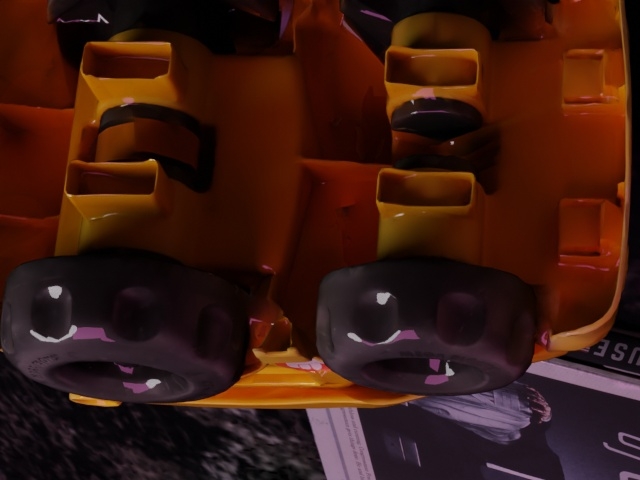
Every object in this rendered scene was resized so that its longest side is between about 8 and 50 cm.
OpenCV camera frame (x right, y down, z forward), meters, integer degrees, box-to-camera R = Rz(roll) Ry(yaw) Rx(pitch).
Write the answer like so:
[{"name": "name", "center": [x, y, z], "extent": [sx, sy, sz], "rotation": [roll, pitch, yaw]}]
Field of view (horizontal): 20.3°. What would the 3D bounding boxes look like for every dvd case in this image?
[{"name": "dvd case", "center": [0.104, 0.096, 0.758], "extent": [0.238, 0.029, 0.179], "rotation": [14, 142, 25]}]

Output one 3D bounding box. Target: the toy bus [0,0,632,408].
[{"name": "toy bus", "center": [0.000, 0.000, 0.625], "extent": [0.220, 0.149, 0.211], "rotation": [0, 157, 12]}]
